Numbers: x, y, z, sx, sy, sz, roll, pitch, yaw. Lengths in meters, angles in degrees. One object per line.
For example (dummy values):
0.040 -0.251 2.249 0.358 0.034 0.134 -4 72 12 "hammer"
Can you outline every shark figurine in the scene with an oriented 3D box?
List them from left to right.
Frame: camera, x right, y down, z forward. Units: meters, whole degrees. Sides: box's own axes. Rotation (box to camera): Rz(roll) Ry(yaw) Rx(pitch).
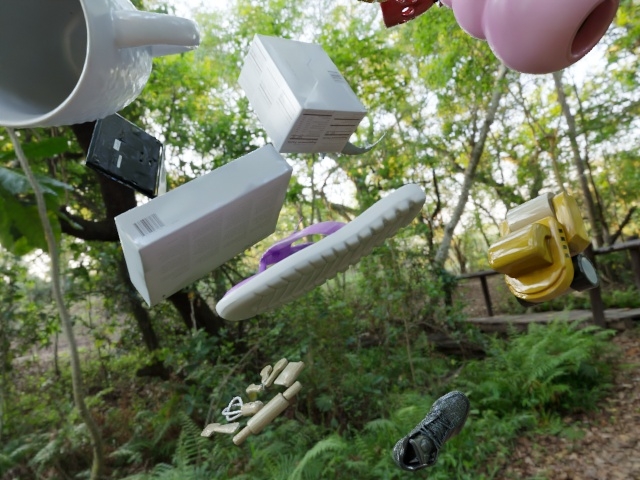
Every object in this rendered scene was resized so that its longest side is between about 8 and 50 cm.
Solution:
0.098 -0.353 1.567 0.279 0.166 0.116 14 -33 -19 "shark figurine"

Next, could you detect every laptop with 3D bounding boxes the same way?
-0.476 -0.162 1.136 0.137 0.234 0.264 -37 -46 25 "laptop"

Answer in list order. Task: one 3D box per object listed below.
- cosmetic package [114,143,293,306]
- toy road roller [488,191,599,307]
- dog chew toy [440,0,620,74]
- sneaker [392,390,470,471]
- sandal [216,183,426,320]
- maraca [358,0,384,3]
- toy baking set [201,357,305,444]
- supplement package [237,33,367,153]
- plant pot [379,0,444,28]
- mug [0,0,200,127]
-0.254 -0.032 1.031 0.377 0.097 0.284 -33 -19 -30 "cosmetic package"
0.572 0.006 1.211 0.241 0.329 0.203 24 -37 -30 "toy road roller"
0.329 -0.433 0.782 0.207 0.332 0.206 -28 -34 -21 "dog chew toy"
0.261 0.435 1.014 0.228 0.087 0.130 -38 -15 -8 "sneaker"
-0.002 0.007 0.791 0.417 0.102 0.169 -29 -21 -17 "sandal"
0.085 -0.412 0.684 0.127 0.185 0.099 -13 -43 -35 "maraca"
-0.135 0.342 0.935 0.256 0.030 0.197 -41 11 -14 "toy baking set"
-0.050 -0.360 1.123 0.204 0.261 0.145 -10 -29 -38 "supplement package"
0.225 -0.656 1.131 0.174 0.190 0.191 -10 -7 16 "plant pot"
-0.399 -0.346 0.780 0.375 0.275 0.328 -3 16 4 "mug"
